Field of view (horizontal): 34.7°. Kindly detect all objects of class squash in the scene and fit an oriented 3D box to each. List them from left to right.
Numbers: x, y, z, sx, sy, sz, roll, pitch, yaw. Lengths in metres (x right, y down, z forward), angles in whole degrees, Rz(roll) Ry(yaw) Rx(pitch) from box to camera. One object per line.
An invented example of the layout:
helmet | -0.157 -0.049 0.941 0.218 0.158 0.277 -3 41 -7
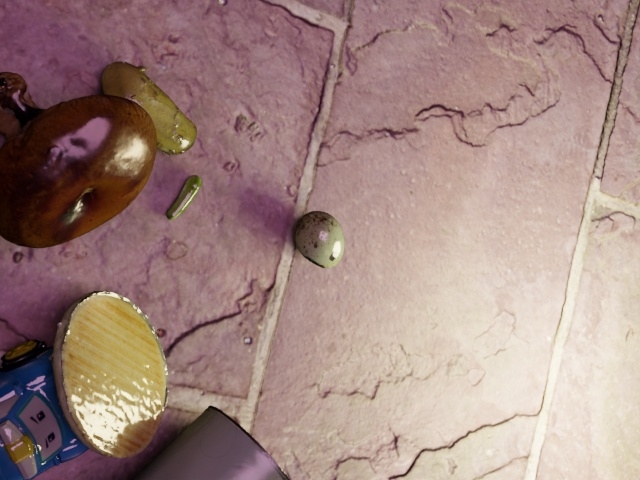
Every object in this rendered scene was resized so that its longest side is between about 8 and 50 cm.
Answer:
squash | -0.226 -0.070 1.708 0.027 0.027 0.089 36 77 -25

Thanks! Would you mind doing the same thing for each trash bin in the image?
trash bin | -0.198 0.433 1.635 0.262 0.217 0.277 -43 119 -20

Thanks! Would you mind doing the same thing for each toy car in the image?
toy car | -0.459 0.284 1.522 0.314 0.166 0.198 -29 109 -25

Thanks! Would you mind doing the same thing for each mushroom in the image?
mushroom | -0.369 -0.126 1.537 0.267 0.267 0.254 6 63 -29

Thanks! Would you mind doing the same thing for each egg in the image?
egg | 0.000 0.000 1.801 0.085 0.085 0.110 -33 122 -23

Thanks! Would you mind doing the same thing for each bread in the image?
bread | -0.325 0.207 1.583 0.267 0.040 0.267 41 41 -50

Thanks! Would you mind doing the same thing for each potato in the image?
potato | -0.277 -0.205 1.643 0.188 0.085 0.105 38 44 -29
